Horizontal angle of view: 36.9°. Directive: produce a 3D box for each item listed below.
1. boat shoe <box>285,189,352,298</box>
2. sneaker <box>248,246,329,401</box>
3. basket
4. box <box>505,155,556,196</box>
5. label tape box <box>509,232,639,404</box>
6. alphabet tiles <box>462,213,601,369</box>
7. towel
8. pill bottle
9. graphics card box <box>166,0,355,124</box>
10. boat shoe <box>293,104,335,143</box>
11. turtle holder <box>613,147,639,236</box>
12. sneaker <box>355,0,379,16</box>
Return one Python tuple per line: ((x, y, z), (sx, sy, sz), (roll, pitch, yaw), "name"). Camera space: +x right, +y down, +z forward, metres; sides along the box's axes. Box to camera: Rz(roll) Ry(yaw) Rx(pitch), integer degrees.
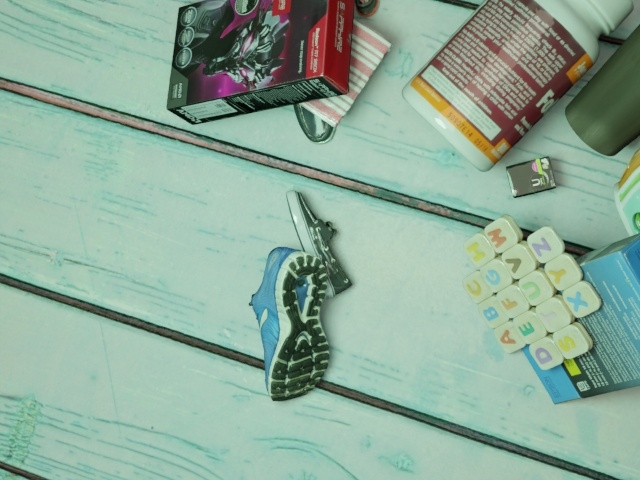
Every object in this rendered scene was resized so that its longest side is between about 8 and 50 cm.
((0.000, 0.000, 1.907), (0.076, 0.080, 0.229), (-21, 83, -5), "boat shoe")
((-0.064, 0.163, 1.907), (0.129, 0.147, 0.330), (-4, 110, -28), "sneaker")
((0.555, -0.268, 1.695), (0.154, 0.204, 0.227), (43, 126, 2), "basket")
((0.399, -0.119, 1.819), (0.083, 0.052, 0.062), (-13, 87, 14), "box")
((0.506, 0.146, 1.734), (0.241, 0.106, 0.333), (60, 146, 0), "label tape box")
((0.374, 0.097, 1.752), (0.284, 0.021, 0.278), (58, 145, 6), "alphabet tiles")
((0.028, -0.334, 1.842), (0.144, 0.029, 0.197), (35, 92, 6), "towel")
((0.356, -0.334, 1.738), (0.224, 0.224, 0.392), (45, 101, 8), "pill bottle")
((-0.117, -0.366, 1.831), (0.370, 0.094, 0.233), (-6, 71, 32), "graphics card box")
((-0.016, -0.319, 1.897), (0.095, 0.079, 0.255), (-2, 92, 7), "boat shoe")
((0.664, -0.056, 1.691), (0.227, 0.243, 0.320), (-24, 125, 27), "turtle holder")
((0.090, -0.521, 1.876), (0.061, 0.065, 0.158), (-4, 91, 13), "sneaker")
